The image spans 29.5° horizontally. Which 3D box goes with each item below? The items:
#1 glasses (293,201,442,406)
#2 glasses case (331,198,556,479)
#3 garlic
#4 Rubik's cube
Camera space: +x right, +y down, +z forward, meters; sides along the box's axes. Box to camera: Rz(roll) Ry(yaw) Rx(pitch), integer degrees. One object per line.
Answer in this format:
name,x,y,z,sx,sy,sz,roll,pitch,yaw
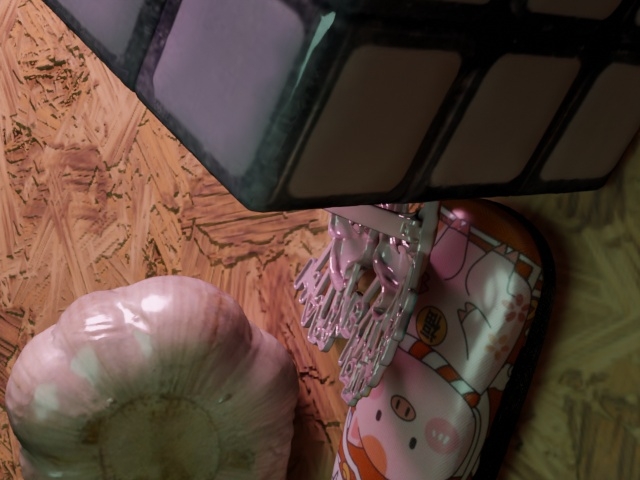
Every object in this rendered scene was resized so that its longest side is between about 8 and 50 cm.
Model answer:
glasses,0.005,0.007,0.752,0.255,0.095,0.162,-141,59,-77
glasses case,0.072,0.102,0.767,0.103,0.067,0.267,35,115,46
garlic,-0.118,0.115,0.904,0.212,0.218,0.219,-112,35,-69
Rubik's cube,0.038,-0.221,0.617,0.305,0.301,0.304,44,122,33
